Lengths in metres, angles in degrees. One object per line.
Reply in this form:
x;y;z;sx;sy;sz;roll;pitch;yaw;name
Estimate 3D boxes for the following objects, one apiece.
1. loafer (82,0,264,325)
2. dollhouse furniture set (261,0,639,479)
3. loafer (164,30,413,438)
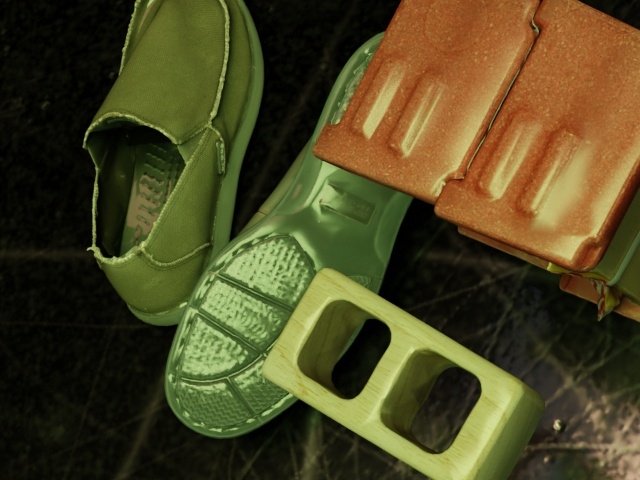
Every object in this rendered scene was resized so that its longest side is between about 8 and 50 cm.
-0.097;-0.074;0.875;0.094;0.087;0.251;-8;67;22;loafer
0.062;0.067;0.691;0.152;0.201;0.374;29;90;31;dollhouse furniture set
0.000;0.000;0.820;0.096;0.084;0.267;32;89;0;loafer
